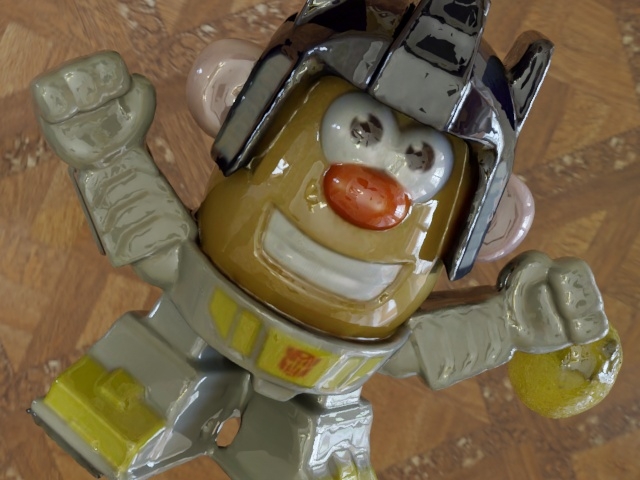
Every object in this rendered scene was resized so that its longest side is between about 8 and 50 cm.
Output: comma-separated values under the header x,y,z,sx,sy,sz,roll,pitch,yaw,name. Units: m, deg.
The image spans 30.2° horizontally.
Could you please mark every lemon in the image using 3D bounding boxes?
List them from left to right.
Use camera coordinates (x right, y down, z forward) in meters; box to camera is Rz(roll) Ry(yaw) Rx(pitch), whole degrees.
x,y,z,sx,sy,sz,roll,pitch,yaw,name
0.184,0.094,0.903,0.082,0.110,0.082,8,59,-14,lemon

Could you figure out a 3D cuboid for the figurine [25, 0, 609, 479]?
x,y,z,sx,sy,sz,roll,pitch,yaw,name
-0.003,-0.002,0.583,0.309,0.143,0.308,-13,121,-22,figurine
